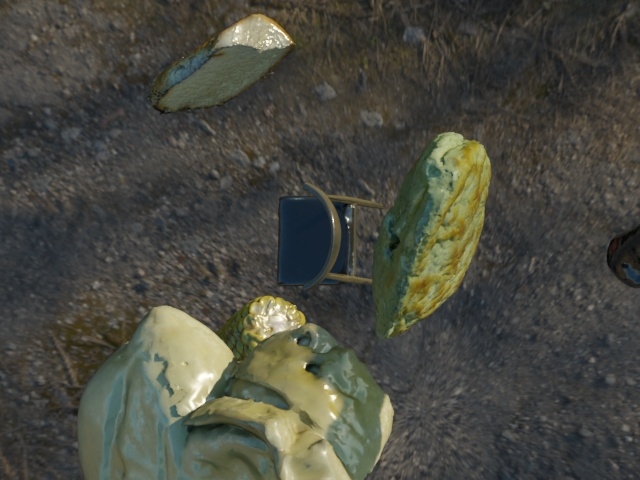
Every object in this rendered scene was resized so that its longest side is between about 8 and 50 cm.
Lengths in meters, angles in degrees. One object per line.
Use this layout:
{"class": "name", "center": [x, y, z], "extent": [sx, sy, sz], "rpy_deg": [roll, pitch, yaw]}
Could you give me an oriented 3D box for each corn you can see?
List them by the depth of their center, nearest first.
{"class": "corn", "center": [-0.096, 0.157, 0.928], "extent": [0.101, 0.310, 0.101], "rpy_deg": [9, 54, -13]}

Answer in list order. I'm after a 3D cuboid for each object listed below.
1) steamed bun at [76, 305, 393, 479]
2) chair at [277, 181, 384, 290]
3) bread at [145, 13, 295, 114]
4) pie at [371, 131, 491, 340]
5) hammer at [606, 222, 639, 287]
{"class": "steamed bun", "center": [-0.032, 0.120, 0.400], "extent": [0.177, 0.106, 0.192], "rpy_deg": [-18, 83, 40]}
{"class": "chair", "center": [0.000, 0.000, 1.542], "extent": [0.166, 0.272, 0.188], "rpy_deg": [-1, 86, 22]}
{"class": "bread", "center": [-0.095, -0.167, 0.783], "extent": [0.129, 0.126, 0.044], "rpy_deg": [-26, 88, 33]}
{"class": "pie", "center": [0.119, -0.005, 0.916], "extent": [0.090, 0.201, 0.248], "rpy_deg": [27, 126, 21]}
{"class": "hammer", "center": [0.199, -0.028, 0.390], "extent": [0.033, 0.288, 0.111], "rpy_deg": [19, 72, 3]}
